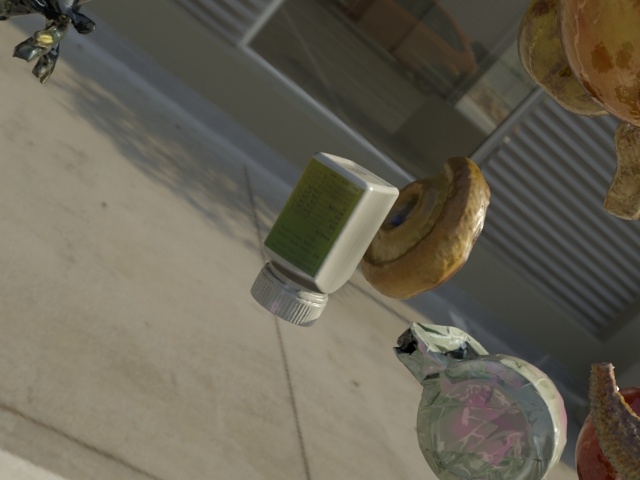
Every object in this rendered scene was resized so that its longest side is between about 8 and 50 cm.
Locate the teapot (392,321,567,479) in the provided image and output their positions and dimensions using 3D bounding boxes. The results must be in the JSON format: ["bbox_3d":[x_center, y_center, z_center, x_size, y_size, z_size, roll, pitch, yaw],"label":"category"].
[{"bbox_3d":[0.193,0.206,1.024,0.222,0.163,0.178,21,10,27],"label":"teapot"}]

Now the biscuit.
[{"bbox_3d":[0.166,-0.012,1.416,0.091,0.274,0.213,35,34,-26],"label":"biscuit"}]

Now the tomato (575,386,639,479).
[{"bbox_3d":[0.464,0.319,1.150,0.228,0.228,0.101,46,19,11],"label":"tomato"}]

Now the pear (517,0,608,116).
[{"bbox_3d":[0.507,-0.376,1.557,0.281,0.280,0.280,39,16,-14],"label":"pear"}]

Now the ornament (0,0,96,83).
[{"bbox_3d":[-0.159,-0.212,0.602,0.080,0.202,0.236,44,51,-6],"label":"ornament"}]

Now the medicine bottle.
[{"bbox_3d":[0.000,0.000,0.979,0.088,0.188,0.132,33,11,16],"label":"medicine bottle"}]

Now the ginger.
[{"bbox_3d":[0.442,-0.097,1.169,0.190,0.095,0.068,72,2,-48],"label":"ginger"}]

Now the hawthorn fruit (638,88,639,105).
[{"bbox_3d":[0.316,-0.127,0.736,0.077,0.077,0.077,39,16,-14],"label":"hawthorn fruit"}]

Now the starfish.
[{"bbox_3d":[0.251,0.184,0.558,0.227,0.043,0.240,42,47,17],"label":"starfish"}]

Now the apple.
[{"bbox_3d":[0.382,-0.237,0.846,0.286,0.286,0.233,20,67,-54],"label":"apple"}]
